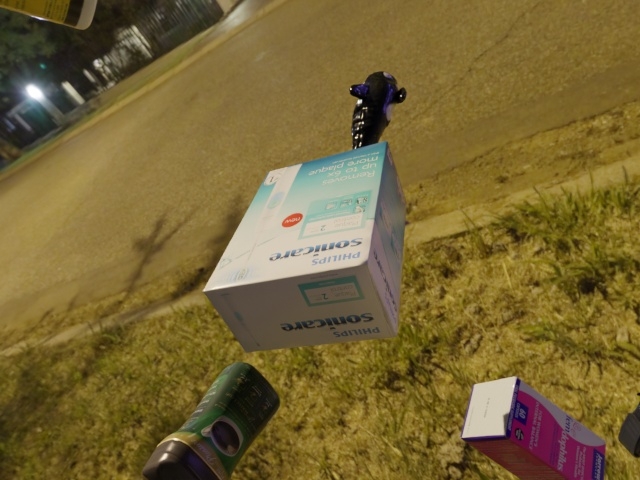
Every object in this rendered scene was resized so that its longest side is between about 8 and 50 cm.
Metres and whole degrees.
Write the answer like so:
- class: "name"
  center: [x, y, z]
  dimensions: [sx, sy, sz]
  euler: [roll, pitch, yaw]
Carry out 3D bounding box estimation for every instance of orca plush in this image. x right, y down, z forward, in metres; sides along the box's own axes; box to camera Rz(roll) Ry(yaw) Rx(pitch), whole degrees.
- class: "orca plush"
  center: [0.081, -0.272, 0.947]
  dimensions: [0.151, 0.102, 0.287]
  euler: [-4, 53, 57]

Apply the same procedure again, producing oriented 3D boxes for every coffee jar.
- class: "coffee jar"
  center: [-0.133, 0.249, 0.575]
  dimensions: [0.079, 0.096, 0.184]
  euler: [-37, 5, 33]

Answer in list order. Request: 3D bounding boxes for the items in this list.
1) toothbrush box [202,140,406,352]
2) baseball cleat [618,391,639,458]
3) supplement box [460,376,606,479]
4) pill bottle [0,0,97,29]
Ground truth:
- class: "toothbrush box"
  center: [0.000, 0.000, 0.644]
  dimensions: [0.216, 0.126, 0.296]
  euler: [-10, 36, 22]
- class: "baseball cleat"
  center: [0.448, 0.299, 0.570]
  dimensions: [0.109, 0.072, 0.206]
  euler: [-22, 61, 59]
- class: "supplement box"
  center: [0.381, 0.357, 0.804]
  dimensions: [0.114, 0.220, 0.111]
  euler: [-42, 15, 54]
- class: "pill bottle"
  center: [-0.337, -0.299, 0.441]
  dimensions: [0.119, 0.208, 0.119]
  euler: [-4, 84, 52]
